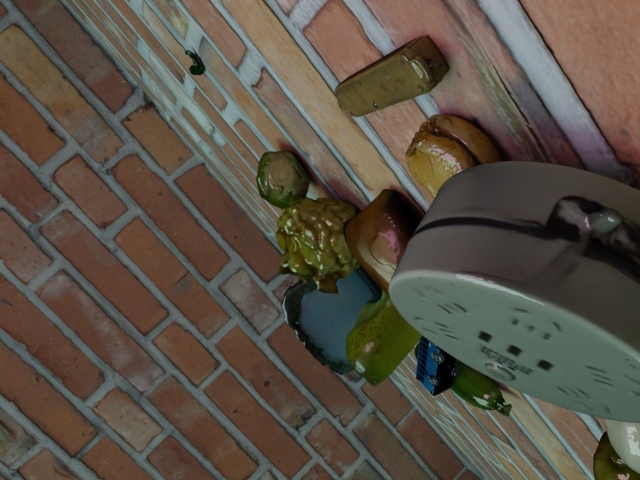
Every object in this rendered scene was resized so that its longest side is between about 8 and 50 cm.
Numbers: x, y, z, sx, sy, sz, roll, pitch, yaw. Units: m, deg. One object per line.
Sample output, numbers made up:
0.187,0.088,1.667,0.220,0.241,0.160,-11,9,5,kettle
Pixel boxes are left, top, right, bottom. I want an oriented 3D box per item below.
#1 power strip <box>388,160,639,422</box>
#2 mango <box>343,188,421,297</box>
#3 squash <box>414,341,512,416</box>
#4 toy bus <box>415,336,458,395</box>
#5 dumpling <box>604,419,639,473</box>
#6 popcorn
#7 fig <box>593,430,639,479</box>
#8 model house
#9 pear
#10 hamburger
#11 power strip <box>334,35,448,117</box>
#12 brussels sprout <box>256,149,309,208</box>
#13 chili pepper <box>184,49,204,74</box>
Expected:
0.259,0.064,0.626,0.357,0.161,0.357,28,162,10,power strip
0.175,0.040,1.093,0.287,0.152,0.201,47,178,10,mango
0.420,0.409,1.595,0.378,0.101,0.101,29,159,54,squash
0.334,0.342,1.520,0.106,0.090,0.185,37,135,47,toy bus
0.494,0.254,0.793,0.252,0.131,0.179,-90,-19,-76,dumpling
0.000,0.000,1.377,0.258,0.224,0.270,-58,47,41,popcorn
0.557,0.404,0.886,0.191,0.181,0.181,9,151,24,fig
0.073,0.185,1.784,0.360,0.297,0.339,50,-160,-15,model house
0.159,0.271,1.467,0.159,0.292,0.292,39,168,3,pear
0.187,-0.102,0.737,0.147,0.083,0.138,46,173,14,hamburger
0.093,-0.227,0.761,0.064,0.044,0.305,51,170,-15,power strip
-0.104,-0.166,1.461,0.181,0.143,0.162,-130,35,-76,brussels sprout
-0.358,-0.498,1.514,0.055,0.035,0.118,30,173,-2,chili pepper
